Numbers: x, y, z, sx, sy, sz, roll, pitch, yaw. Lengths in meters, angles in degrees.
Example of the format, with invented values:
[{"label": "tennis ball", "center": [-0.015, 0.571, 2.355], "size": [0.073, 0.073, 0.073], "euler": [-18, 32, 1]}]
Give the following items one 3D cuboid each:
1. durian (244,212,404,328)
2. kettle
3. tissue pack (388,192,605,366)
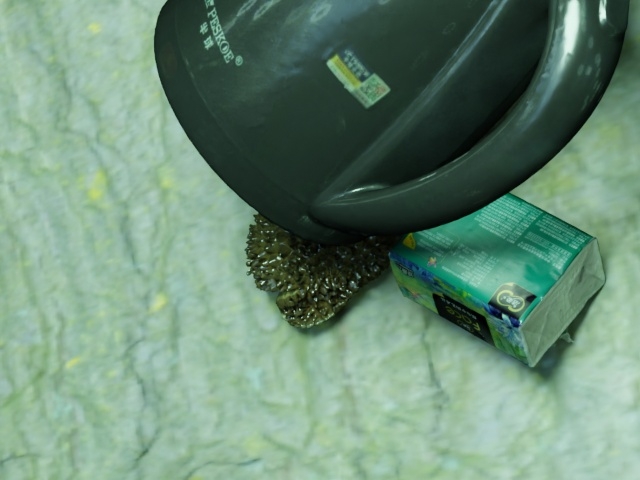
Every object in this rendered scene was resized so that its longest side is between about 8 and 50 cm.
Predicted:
[{"label": "durian", "center": [-0.001, 0.002, 1.324], "size": [0.140, 0.071, 0.110], "euler": [-11, 79, 31]}, {"label": "kettle", "center": [0.070, -0.132, 1.180], "size": [0.290, 0.207, 0.268], "euler": [-37, 53, 31]}, {"label": "tissue pack", "center": [0.116, 0.023, 1.233], "size": [0.111, 0.079, 0.085], "euler": [29, 67, 34]}]
